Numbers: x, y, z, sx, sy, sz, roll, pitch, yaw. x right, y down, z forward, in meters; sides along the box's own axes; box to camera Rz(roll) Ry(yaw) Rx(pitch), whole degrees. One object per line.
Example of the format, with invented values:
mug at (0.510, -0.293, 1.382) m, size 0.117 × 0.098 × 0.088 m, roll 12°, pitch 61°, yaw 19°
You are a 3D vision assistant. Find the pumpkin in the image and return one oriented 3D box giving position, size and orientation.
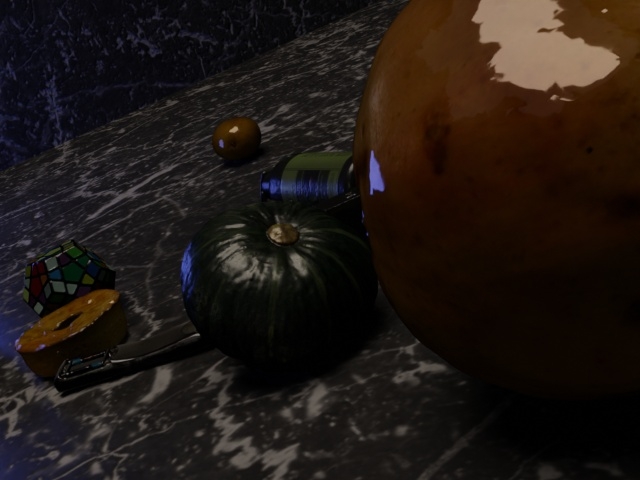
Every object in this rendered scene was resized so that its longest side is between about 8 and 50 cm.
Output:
pumpkin at (-0.044, 0.047, 1.067) m, size 0.211 × 0.152 × 0.212 m, roll 0°, pitch 44°, yaw 0°

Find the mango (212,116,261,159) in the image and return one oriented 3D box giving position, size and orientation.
mango at (-0.173, -0.210, 2.037) m, size 0.102 × 0.085 × 0.184 m, roll -22°, pitch 13°, yaw -4°

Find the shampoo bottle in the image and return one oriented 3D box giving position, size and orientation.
shampoo bottle at (-0.005, -0.079, 1.456) m, size 0.101 × 0.101 × 0.283 m, roll -32°, pitch 22°, yaw -30°

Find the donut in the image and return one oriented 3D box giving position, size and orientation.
donut at (-0.321, 0.124, 1.304) m, size 0.151 × 0.058 × 0.152 m, roll -20°, pitch 18°, yaw 7°

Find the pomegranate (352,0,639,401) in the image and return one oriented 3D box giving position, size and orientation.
pomegranate at (0.231, -0.066, 0.776) m, size 0.410 × 0.410 × 0.410 m, roll -19°, pitch 19°, yaw 7°

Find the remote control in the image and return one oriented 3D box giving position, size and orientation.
remote control at (-0.223, 0.137, 1.205) m, size 0.212 × 0.028 × 0.059 m, roll -19°, pitch 18°, yaw 9°

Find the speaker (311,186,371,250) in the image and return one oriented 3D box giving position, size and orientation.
speaker at (0.000, 0.000, 1.267) m, size 0.218 × 0.082 × 0.044 m, roll -24°, pitch 18°, yaw -12°

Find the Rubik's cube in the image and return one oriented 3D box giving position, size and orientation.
Rubik's cube at (-0.358, 0.064, 1.421) m, size 0.112 × 0.133 × 0.133 m, roll -53°, pitch 22°, yaw -1°
